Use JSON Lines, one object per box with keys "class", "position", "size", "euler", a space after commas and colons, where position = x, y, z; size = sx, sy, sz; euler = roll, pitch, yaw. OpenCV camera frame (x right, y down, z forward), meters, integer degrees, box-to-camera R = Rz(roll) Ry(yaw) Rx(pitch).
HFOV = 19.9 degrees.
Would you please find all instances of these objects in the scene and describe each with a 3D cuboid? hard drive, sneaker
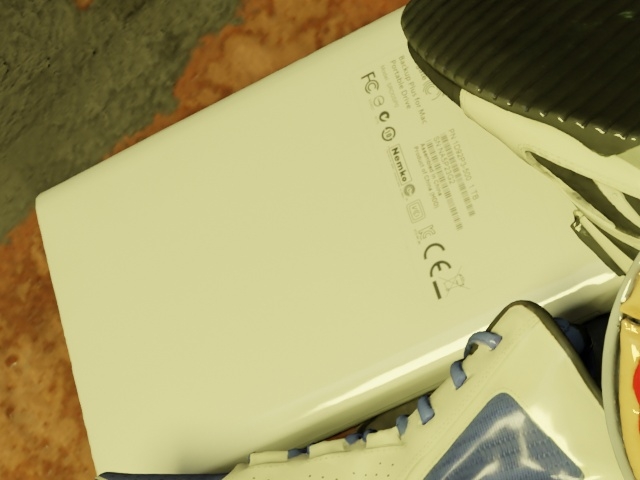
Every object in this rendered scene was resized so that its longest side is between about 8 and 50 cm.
{"class": "hard drive", "position": [0.000, 0.000, 0.982], "size": [0.307, 0.040, 0.203], "euler": [-26, 62, 17]}
{"class": "sneaker", "position": [0.056, 0.120, 0.873], "size": [0.315, 0.127, 0.182], "euler": [7, 71, 22]}
{"class": "sneaker", "position": [0.167, -0.023, 0.845], "size": [0.122, 0.146, 0.330], "euler": [-36, 50, -26]}

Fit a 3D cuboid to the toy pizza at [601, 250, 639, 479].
{"class": "toy pizza", "position": [0.205, 0.064, 0.713], "size": [0.201, 0.032, 0.201], "euler": [5, 102, 25]}
